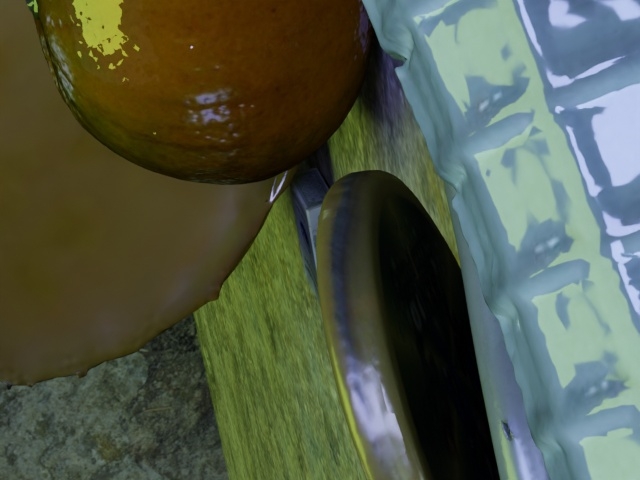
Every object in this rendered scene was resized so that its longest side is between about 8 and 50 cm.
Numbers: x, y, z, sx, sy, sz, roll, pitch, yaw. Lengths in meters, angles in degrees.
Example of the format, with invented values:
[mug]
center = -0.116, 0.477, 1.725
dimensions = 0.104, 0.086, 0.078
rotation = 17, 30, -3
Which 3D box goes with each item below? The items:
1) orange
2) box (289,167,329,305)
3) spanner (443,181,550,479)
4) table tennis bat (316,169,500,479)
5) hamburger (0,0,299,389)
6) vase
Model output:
[orange]
center = -0.069, -0.137, 0.929
dimensions = 0.240, 0.171, 0.240
rotation = 165, 90, -82
[box]
center = 0.000, 0.000, 1.193
dimensions = 0.054, 0.024, 0.083
rotation = -115, 13, -58
[spanner]
center = 0.087, 0.117, 0.641
dimensions = 0.095, 0.040, 0.325
rotation = 67, -167, -64
[table tennis bat]
center = 0.069, 0.122, 0.742
dimensions = 0.321, 0.050, 0.198
rotation = 69, -163, -3
[hamburger]
center = -0.217, -0.092, 1.224
dimensions = 0.277, 0.396, 0.396
rotation = -152, 48, -77
[vase]
center = 0.072, -0.020, 0.375
dimensions = 0.143, 0.143, 0.299
rotation = 114, 139, -76
